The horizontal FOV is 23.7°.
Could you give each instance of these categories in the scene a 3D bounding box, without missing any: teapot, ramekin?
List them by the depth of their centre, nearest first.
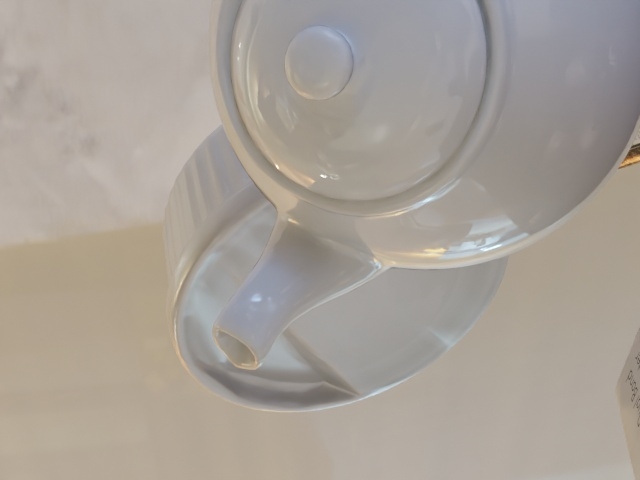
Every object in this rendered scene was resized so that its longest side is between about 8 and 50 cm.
[{"bbox_3d":[0.040,-0.100,0.756,0.252,0.187,0.256,-22,-92,28],"label":"teapot"},{"bbox_3d":[0.000,0.000,1.192,0.272,0.127,0.273,-14,-44,-13],"label":"ramekin"}]

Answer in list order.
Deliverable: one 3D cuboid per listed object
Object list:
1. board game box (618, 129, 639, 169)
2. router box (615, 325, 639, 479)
[{"bbox_3d":[0.290,-0.209,1.135,0.141,0.291,0.232,-36,-82,-27],"label":"board game box"},{"bbox_3d":[0.243,0.035,0.704,0.082,0.335,0.301,16,-68,-3],"label":"router box"}]
